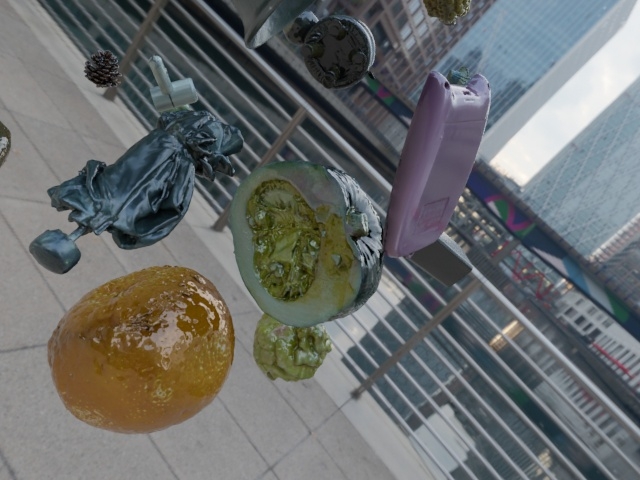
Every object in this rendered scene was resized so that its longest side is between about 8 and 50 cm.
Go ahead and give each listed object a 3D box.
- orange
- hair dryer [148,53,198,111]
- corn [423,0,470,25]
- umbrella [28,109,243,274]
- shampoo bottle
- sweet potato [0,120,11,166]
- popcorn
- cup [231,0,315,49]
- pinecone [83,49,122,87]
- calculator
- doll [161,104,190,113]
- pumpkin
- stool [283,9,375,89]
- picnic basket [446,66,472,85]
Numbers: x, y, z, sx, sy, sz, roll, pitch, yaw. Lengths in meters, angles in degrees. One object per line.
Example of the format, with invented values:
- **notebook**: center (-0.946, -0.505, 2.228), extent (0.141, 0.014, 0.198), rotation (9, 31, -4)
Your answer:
- **orange**: center (-0.330, 0.214, 0.948), extent (0.340, 0.340, 0.293), rotation (-98, 172, -71)
- **hair dryer**: center (-0.280, -0.294, 0.896), extent (0.137, 0.082, 0.047), rotation (94, -23, -72)
- **corn**: center (0.215, -0.520, 0.824), extent (0.097, 0.097, 0.320), rotation (54, -13, 38)
- **umbrella**: center (-0.244, -0.075, 0.670), extent (0.143, 0.094, 0.349), rotation (21, 46, 10)
- **shampoo bottle**: center (0.228, 0.012, 1.038), extent (0.246, 0.079, 0.080), rotation (33, 25, -40)
- **sweet potato**: center (-0.646, -0.161, 0.945), extent (0.077, 0.077, 0.244), rotation (32, 26, -44)
- **popcorn**: center (-0.076, 0.283, 1.383), extent (0.212, 0.259, 0.259), rotation (21, -7, 44)
- **cup**: center (-0.054, -0.336, 0.532), extent (0.150, 0.199, 0.199), rotation (49, 11, -14)
- **pinecone**: center (-0.609, -0.478, 1.371), extent (0.102, 0.109, 0.102), rotation (16, 61, -31)
- **calculator**: center (0.175, -0.098, 0.734), extent (0.043, 0.294, 0.194), rotation (30, 31, 33)
- **doll**: center (-0.358, -0.314, 1.248), extent (0.115, 0.078, 0.150), rotation (21, -6, 9)
- **pumpkin**: center (0.000, 0.000, 0.907), extent (0.197, 0.263, 0.293), rotation (-7, 85, -59)
- **stool**: center (0.015, -0.418, 1.079), extent (0.228, 0.153, 0.139), rotation (13, 27, 7)
- **picnic basket**: center (0.394, -0.448, 1.376), extent (0.083, 0.083, 0.065), rotation (18, -15, -14)
